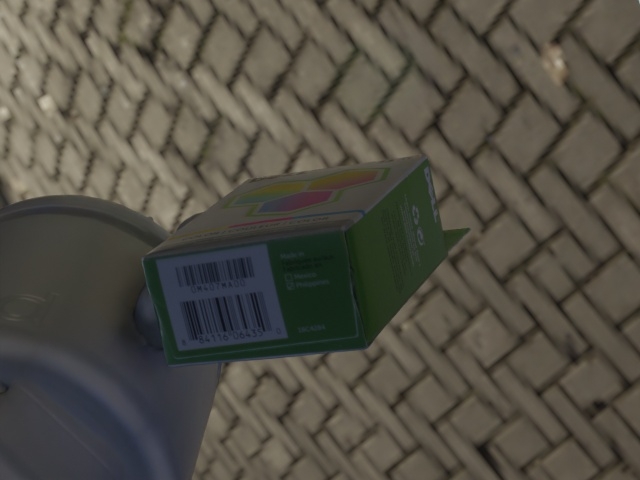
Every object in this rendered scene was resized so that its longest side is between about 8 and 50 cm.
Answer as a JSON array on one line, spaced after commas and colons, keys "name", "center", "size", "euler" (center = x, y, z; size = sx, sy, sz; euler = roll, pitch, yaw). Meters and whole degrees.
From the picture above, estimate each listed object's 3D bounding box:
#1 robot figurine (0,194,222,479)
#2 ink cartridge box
[{"name": "robot figurine", "center": [-0.167, 0.095, 1.067], "size": [0.200, 0.300, 0.353], "euler": [50, -163, -15]}, {"name": "ink cartridge box", "center": [0.000, 0.000, 0.926], "size": [0.109, 0.209, 0.062], "euler": [-7, 104, 21]}]
